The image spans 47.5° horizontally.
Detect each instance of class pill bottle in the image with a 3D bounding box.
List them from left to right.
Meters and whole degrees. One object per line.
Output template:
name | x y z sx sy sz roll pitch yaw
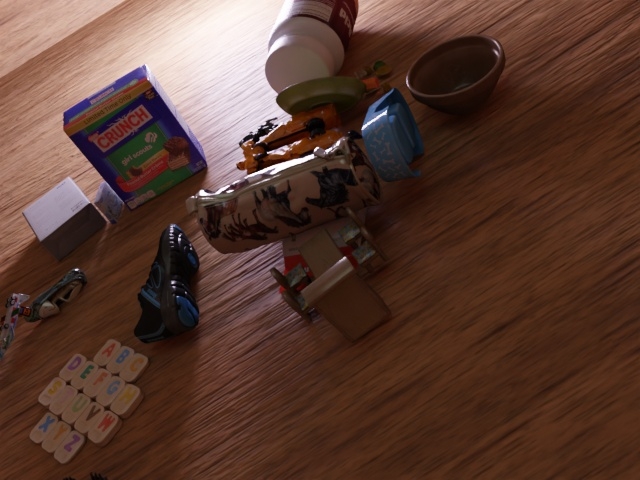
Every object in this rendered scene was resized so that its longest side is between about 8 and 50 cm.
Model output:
pill bottle | -0.025 -0.595 2.119 0.223 0.224 0.392 -9 44 26

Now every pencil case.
pencil case | -0.081 -0.097 1.582 0.410 0.184 0.160 -18 45 18

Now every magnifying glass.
magnifying glass | 0.050 -0.407 1.972 0.230 0.092 0.026 -6 47 28

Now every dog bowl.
dog bowl | 0.161 -0.232 1.631 0.074 0.166 0.297 -22 22 20

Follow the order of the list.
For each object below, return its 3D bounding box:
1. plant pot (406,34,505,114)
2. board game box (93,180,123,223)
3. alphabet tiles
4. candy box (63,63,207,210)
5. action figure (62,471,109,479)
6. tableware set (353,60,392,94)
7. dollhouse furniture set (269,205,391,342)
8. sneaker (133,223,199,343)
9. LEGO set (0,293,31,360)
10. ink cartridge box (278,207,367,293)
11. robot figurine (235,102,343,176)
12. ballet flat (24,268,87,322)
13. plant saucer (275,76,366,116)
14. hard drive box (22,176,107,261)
plant pot | 0.335 -0.381 1.750 0.237 0.110 0.237 -18 42 17
board game box | -0.608 -0.108 2.089 0.020 0.090 0.090 -17 40 17
alphabet tiles | -0.511 0.345 1.604 0.284 0.021 0.278 15 57 42
candy box | -0.510 -0.282 2.027 0.268 0.317 0.122 -30 39 2
action figure | -0.475 0.546 1.276 0.163 0.141 0.276 -8 41 24
tableware set | 0.155 -0.446 2.007 0.104 0.024 0.154 -25 38 3
dollhouse furniture set | 0.016 0.057 1.430 0.212 0.161 0.242 -38 43 5
sneaker | -0.368 0.091 1.698 0.139 0.125 0.341 -26 37 14
LEGO set | -0.789 0.247 1.833 0.244 0.060 0.182 -57 38 11
ink cartridge box | 0.000 0.000 1.611 0.188 0.066 0.232 -11 39 24
robot figurine | -0.079 -0.235 1.870 0.290 0.085 0.211 -21 51 12
ballet flat | -0.685 0.151 1.891 0.188 0.070 0.070 -47 41 -14
plant saucer | 0.004 -0.365 1.896 0.240 0.241 0.037 -11 81 23
hard drive box | -0.757 -0.068 2.144 0.181 0.089 0.232 -40 40 -11
